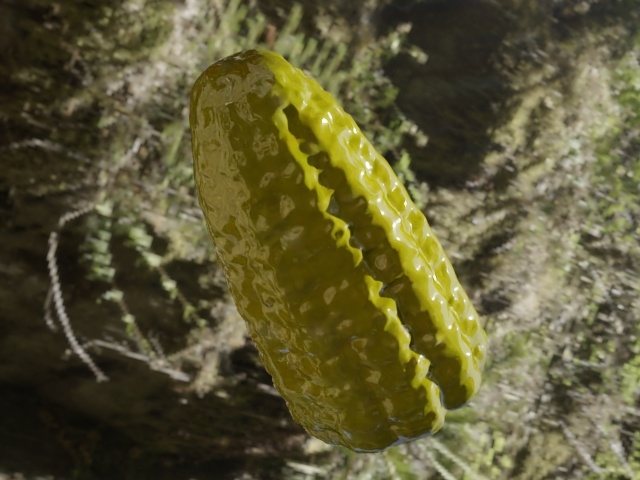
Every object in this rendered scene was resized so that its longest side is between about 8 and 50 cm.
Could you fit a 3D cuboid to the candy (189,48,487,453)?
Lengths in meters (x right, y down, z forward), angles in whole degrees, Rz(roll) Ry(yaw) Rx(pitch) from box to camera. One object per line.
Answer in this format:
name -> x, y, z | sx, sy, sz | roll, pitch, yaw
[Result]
candy -> 0.000, 0.000, 0.534 | 0.106, 0.199, 0.094 | -19, -149, 13
